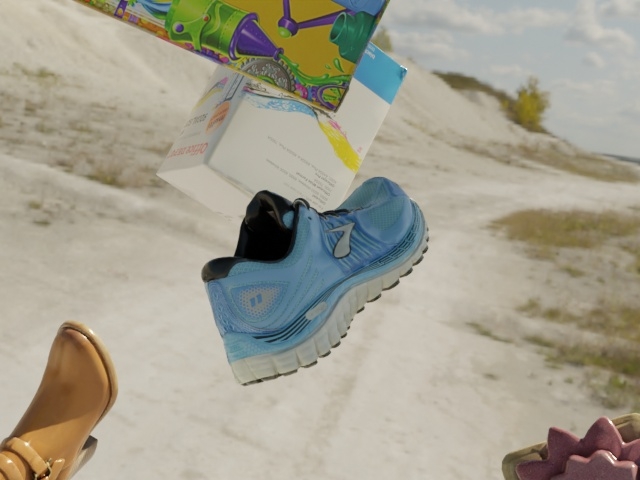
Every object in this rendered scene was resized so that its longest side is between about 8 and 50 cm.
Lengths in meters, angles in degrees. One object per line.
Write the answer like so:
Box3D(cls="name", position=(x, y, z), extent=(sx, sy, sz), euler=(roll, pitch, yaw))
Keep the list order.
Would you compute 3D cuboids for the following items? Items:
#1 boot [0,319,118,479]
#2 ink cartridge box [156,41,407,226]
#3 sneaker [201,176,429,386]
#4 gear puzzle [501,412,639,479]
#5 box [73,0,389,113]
Box3D(cls="boot", position=(-0.267, 0.183, 0.827), extent=(0.073, 0.197, 0.152), euler=(22, 30, 19))
Box3D(cls="ink cartridge box", position=(-0.048, -0.137, 1.040), extent=(0.168, 0.232, 0.171), euler=(32, -14, -24))
Box3D(cls="sneaker", position=(0.000, 0.000, 0.435), extent=(0.063, 0.073, 0.162), euler=(-20, 14, 36))
Box3D(cls="gear puzzle", position=(0.261, 0.122, 0.382), extent=(0.339, 0.175, 0.044), euler=(-21, -26, 10))
Box3D(cls="box", position=(-0.070, -0.261, 0.424), extent=(0.279, 0.289, 0.177), euler=(21, 15, -21))
